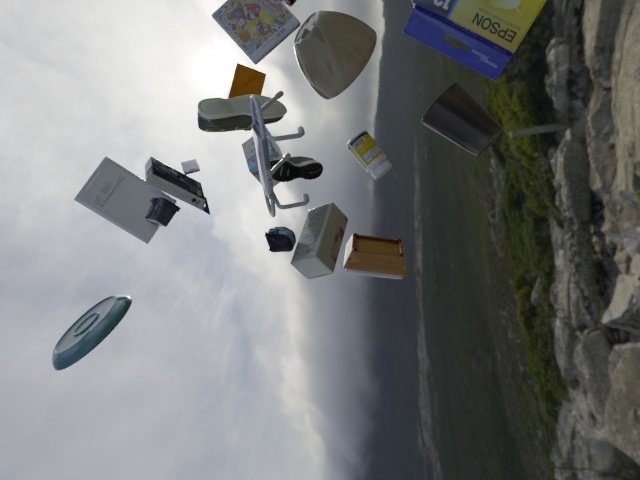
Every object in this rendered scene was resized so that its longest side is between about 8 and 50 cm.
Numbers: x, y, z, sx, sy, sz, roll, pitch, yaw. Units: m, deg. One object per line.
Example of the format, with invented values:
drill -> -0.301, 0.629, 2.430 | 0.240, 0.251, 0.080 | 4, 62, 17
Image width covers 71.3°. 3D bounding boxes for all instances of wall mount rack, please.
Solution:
wall mount rack -> -0.118, -0.254, 1.242 | 0.304, 0.130, 0.351 | -118, 19, -49

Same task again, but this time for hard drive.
hard drive -> -0.851, -0.175, 1.968 | 0.233, 0.352, 0.047 | -59, 10, -12

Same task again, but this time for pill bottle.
pill bottle -> 0.225, -0.387, 2.033 | 0.209, 0.119, 0.119 | 52, -171, 7

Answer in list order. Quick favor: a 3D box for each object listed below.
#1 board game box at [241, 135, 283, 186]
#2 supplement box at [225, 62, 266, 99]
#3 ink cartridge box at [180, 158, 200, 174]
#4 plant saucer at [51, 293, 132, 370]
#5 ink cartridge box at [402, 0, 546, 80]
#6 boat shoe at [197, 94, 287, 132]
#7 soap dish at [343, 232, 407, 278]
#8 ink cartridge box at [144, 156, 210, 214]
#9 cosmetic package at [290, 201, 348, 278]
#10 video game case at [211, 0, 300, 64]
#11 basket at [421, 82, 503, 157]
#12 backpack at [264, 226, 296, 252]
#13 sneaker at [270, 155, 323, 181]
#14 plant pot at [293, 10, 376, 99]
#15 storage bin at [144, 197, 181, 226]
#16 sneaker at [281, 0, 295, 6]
board game box -> -0.260, -0.385, 2.112 | 0.142, 0.144, 0.275 | 48, -168, -40
supplement box -> -0.334, -0.611, 1.910 | 0.194, 0.128, 0.192 | 165, 119, -68
ink cartridge box -> -0.506, -0.282, 1.748 | 0.115, 0.062, 0.029 | -128, 25, -52
plant saucer -> -0.772, 0.290, 1.495 | 0.044, 0.317, 0.318 | 53, -152, -24
ink cartridge box -> 0.398, -0.613, 1.131 | 0.072, 0.303, 0.308 | -46, -15, -55
boat shoe -> -0.260, -0.417, 1.489 | 0.109, 0.304, 0.091 | 64, 149, 28
soap dish -> 0.258, 0.068, 2.078 | 0.229, 0.290, 0.118 | -76, -8, -63
ink cartridge box -> -0.633, -0.247, 2.035 | 0.332, 0.065, 0.165 | 30, -159, -39
cosmetic package -> 0.000, 0.000, 1.899 | 0.129, 0.153, 0.297 | 44, -132, -32
video game case -> -0.216, -0.738, 1.493 | 0.227, 0.206, 0.026 | 48, 180, 4
basket -> 0.507, -0.412, 1.564 | 0.204, 0.227, 0.154 | -41, -15, -19
backpack -> -0.160, -0.008, 1.873 | 0.084, 0.114, 0.105 | -64, -30, -48
sneaker -> -0.128, -0.319, 1.947 | 0.108, 0.271, 0.101 | 53, 137, 46
plant pot -> 0.022, -0.650, 1.503 | 0.190, 0.284, 0.285 | 30, -128, -32
storage bin -> -0.618, -0.109, 1.717 | 0.098, 0.135, 0.091 | 38, -112, -38
sneaker -> -0.126, -0.706, 1.183 | 0.090, 0.144, 0.270 | -50, 9, 25
